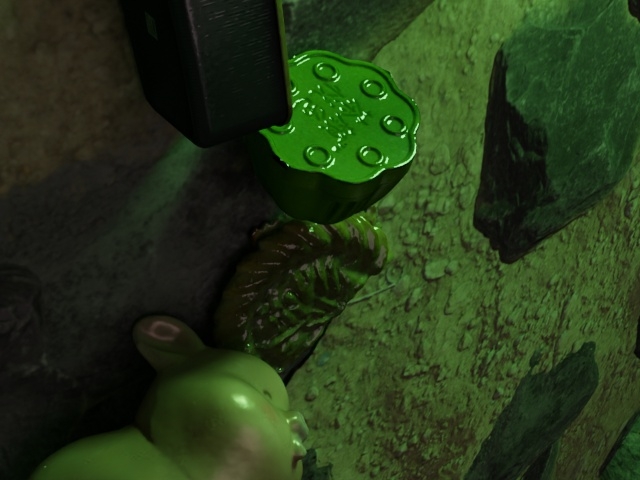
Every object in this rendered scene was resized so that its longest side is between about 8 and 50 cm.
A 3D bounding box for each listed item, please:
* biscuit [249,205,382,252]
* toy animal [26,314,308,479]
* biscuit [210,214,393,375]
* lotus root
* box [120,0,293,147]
[{"bbox_3d":[0.001,0.000,0.906,0.203,0.016,0.144,-28,133,-25],"label":"biscuit"},{"bbox_3d":[-0.170,0.254,0.778,0.326,0.269,0.237,-16,133,8],"label":"toy animal"},{"bbox_3d":[-0.035,0.066,0.879,0.273,0.036,0.187,-47,134,-1],"label":"biscuit"},{"bbox_3d":[-0.001,-0.082,0.763,0.186,0.186,0.186,-23,130,-30],"label":"lotus root"},{"bbox_3d":[-0.103,-0.188,0.591,0.090,0.144,0.201,-25,133,-25],"label":"box"}]
